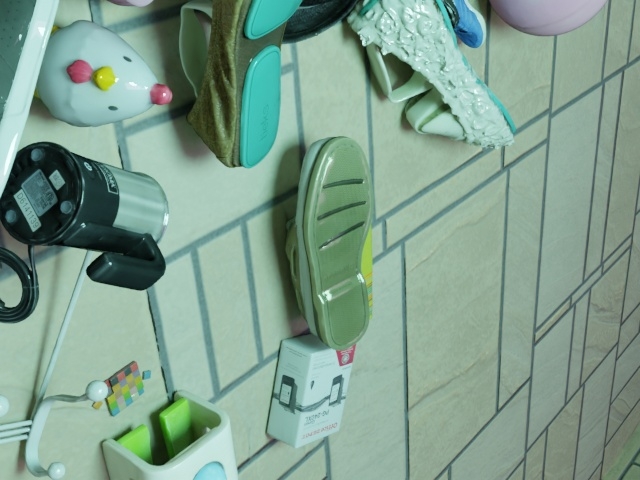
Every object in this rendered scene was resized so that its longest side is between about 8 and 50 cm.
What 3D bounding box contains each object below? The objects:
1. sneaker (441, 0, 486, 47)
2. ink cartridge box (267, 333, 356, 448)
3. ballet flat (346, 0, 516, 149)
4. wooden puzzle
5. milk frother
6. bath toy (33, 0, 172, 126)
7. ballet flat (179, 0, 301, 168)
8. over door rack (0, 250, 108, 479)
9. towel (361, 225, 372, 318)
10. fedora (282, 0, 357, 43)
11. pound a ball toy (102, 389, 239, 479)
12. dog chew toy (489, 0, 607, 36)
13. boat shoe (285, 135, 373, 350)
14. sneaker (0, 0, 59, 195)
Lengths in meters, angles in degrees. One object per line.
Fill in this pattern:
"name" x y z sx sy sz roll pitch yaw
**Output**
"sneaker" 0.200 -0.333 1.230 0.084 0.058 0.152 -60 139 -24
"ink cartridge box" -0.013 0.218 1.198 0.109 0.063 0.150 -6 110 -51
"ballet flat" 0.159 -0.239 1.192 0.409 0.147 0.147 42 72 -48
"wooden puzzle" -0.230 0.174 0.945 0.083 0.006 0.049 -36 131 -38
"milk frother" -0.221 0.000 0.701 0.135 0.143 0.129 19 52 -69
"bath toy" -0.166 -0.265 0.713 0.151 0.129 0.348 -10 116 -68
"ballet flat" -0.083 -0.224 0.804 0.116 0.124 0.342 -46 162 -40
"over door rack" -0.307 0.091 0.726 0.239 0.108 0.324 3 103 -54
"towel" 0.047 0.035 1.234 0.102 0.021 0.237 -32 128 -48
"fedora" 0.006 -0.355 0.878 0.334 0.152 0.334 -25 127 -39
"pound a ball toy" -0.183 0.378 0.989 0.208 0.136 0.319 -31 128 -41
"dog chew toy" 0.313 -0.457 1.219 0.332 0.207 0.206 32 79 -44
"boat shoe" 0.000 0.000 1.085 0.113 0.103 0.302 -17 120 -33
"sneaker" -0.293 -0.175 0.621 0.147 0.105 0.295 18 73 -34
